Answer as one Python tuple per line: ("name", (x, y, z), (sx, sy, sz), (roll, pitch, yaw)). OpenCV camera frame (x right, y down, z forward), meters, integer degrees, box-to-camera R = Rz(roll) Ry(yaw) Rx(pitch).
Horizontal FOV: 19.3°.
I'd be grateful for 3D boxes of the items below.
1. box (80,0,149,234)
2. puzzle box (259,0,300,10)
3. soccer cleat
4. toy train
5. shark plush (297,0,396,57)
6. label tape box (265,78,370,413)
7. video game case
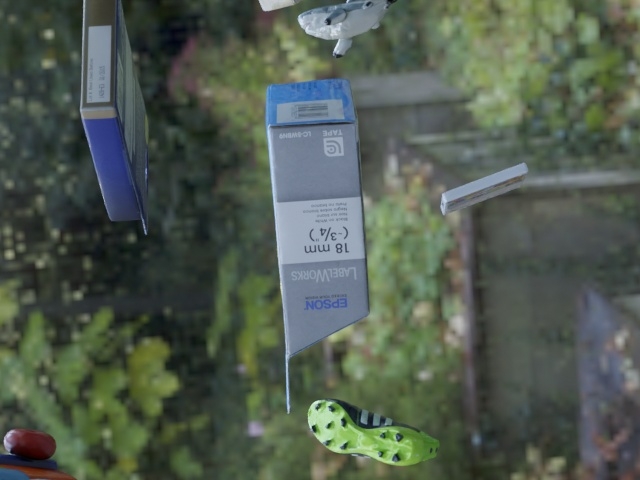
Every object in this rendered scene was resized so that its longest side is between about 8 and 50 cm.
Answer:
("box", (-0.185, -0.113, 1.706), (0.225, 0.036, 0.136), (83, -176, -60))
("puzzle box", (0.019, -0.455, 2.092), (0.409, 0.052, 0.272), (-39, -67, -44))
("soccer cleat", (0.060, 0.230, 2.228), (0.179, 0.072, 0.060), (16, 96, 42))
("toy train", (-0.196, 0.209, 1.476), (0.248, 0.143, 0.105), (15, -96, -53))
("shark plush", (0.051, -0.324, 2.574), (0.067, 0.161, 0.073), (56, -179, 42))
("label tape box", (0.000, 0.000, 2.180), (0.240, 0.106, 0.334), (-94, -1, -74))
("video game case", (0.163, -0.051, 1.885), (0.122, 0.087, 0.011), (62, -172, -84))
